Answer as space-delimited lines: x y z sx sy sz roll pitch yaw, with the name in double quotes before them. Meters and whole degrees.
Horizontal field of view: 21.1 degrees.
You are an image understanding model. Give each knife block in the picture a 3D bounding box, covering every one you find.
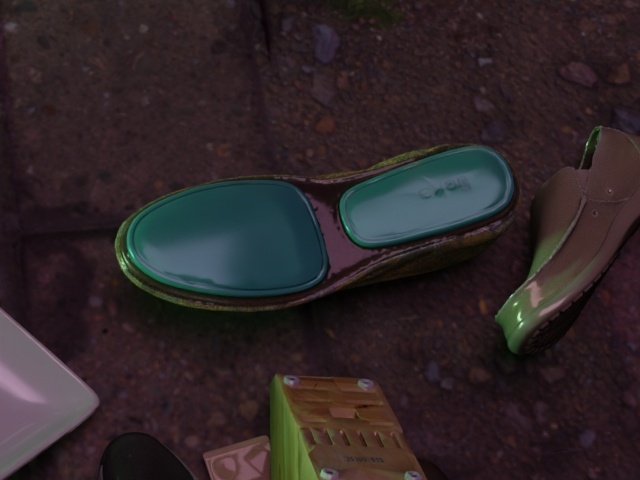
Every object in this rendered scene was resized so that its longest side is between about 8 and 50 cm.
"knife block" 0.010 0.262 1.332 0.088 0.242 0.275 5 20 -14

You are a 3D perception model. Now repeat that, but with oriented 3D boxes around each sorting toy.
"sorting toy" -0.048 0.190 1.395 0.083 0.012 0.062 -15 68 -17

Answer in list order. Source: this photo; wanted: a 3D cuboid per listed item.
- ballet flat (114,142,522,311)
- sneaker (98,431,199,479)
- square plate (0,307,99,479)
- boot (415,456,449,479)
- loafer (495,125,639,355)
"ballet flat" 0.000 0.000 1.450 0.349 0.123 0.123 -13 65 -13
"sneaker" -0.100 0.229 1.295 0.086 0.132 0.228 -18 67 -19
"square plate" -0.405 0.111 1.312 0.347 0.049 0.344 40 45 12
"boot" 0.118 0.254 1.335 0.082 0.106 0.219 -15 66 -18
"loafer" 0.219 -0.005 1.505 0.092 0.102 0.268 35 52 11
